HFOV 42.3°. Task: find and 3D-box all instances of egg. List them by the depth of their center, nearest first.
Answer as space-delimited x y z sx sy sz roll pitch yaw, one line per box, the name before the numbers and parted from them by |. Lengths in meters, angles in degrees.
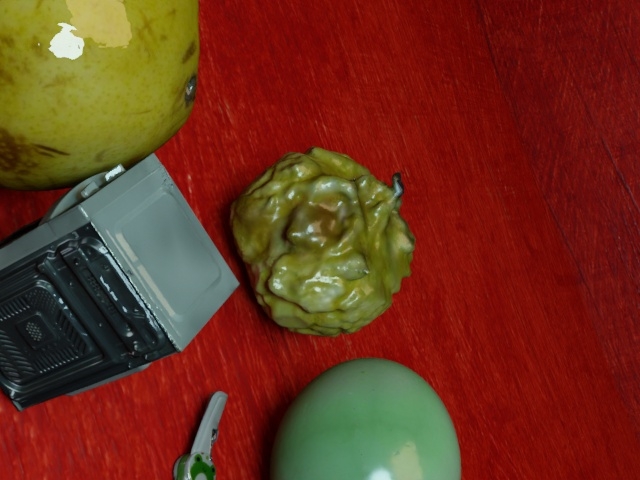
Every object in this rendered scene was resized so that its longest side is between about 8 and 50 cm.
egg | 0.054 0.257 0.966 0.220 0.220 0.269 52 34 -24

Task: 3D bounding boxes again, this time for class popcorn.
popcorn | 0.009 0.000 1.068 0.249 0.225 0.249 45 37 -49

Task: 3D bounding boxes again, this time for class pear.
pear | -0.241 -0.170 0.726 0.281 0.281 0.280 36 43 -41

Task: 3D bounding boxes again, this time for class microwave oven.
microwave oven | -0.204 0.043 0.718 0.162 0.208 0.122 59 32 -13

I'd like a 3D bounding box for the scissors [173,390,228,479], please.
scissors | -0.134 0.248 0.871 0.101 0.027 0.204 47 38 -35
